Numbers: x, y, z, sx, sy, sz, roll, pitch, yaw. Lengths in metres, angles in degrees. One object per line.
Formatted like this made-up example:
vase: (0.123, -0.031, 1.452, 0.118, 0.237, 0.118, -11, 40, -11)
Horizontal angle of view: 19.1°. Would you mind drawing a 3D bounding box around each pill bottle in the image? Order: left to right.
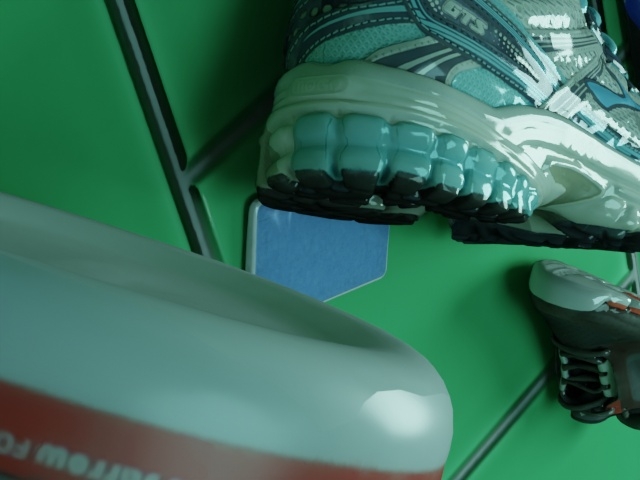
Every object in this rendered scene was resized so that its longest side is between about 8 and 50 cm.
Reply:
pill bottle: (-0.115, 0.172, 0.499, 0.210, 0.210, 0.363, 15, 95, -54)

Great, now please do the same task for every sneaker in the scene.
sneaker: (0.085, -0.060, 0.740, 0.283, 0.110, 0.122, 11, 83, -59)
sneaker: (0.137, 0.057, 0.900, 0.158, 0.061, 0.065, 30, 88, -53)

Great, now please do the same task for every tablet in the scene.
tablet: (0.000, 0.000, 0.739, 0.083, 0.006, 0.054, -21, 122, -45)

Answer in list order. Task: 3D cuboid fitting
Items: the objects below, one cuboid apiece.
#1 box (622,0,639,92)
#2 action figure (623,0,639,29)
box: (0.200, -0.186, 0.868, 0.183, 0.056, 0.231, -48, 138, -30)
action figure: (0.133, -0.132, 0.711, 0.091, 0.139, 0.280, -33, 123, 7)
